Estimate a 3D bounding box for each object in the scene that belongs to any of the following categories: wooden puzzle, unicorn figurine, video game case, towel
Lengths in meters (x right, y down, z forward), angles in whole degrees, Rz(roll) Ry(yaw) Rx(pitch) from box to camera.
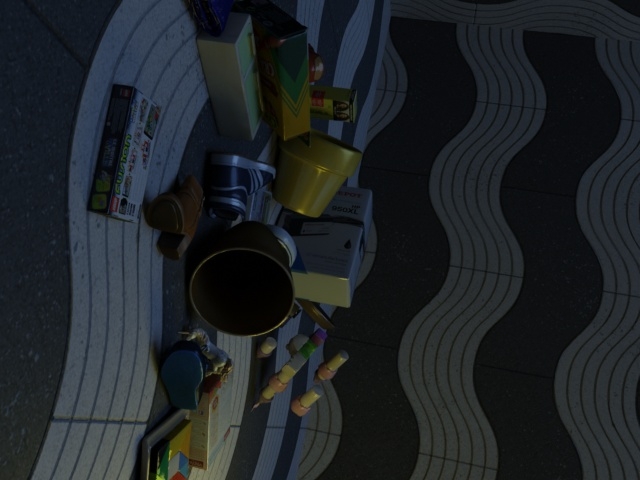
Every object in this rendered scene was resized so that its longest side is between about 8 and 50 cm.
[{"bbox_3d":[-0.343,0.501,1.513,0.239,0.044,0.220,-44,142,-73],"label":"wooden puzzle"},{"bbox_3d":[-0.269,0.258,1.565,0.111,0.162,0.060,-54,-167,37],"label":"unicorn figurine"},{"bbox_3d":[-0.187,-0.045,1.921,0.193,0.023,0.212,14,85,-79],"label":"video game case"},{"bbox_3d":[-0.194,-0.581,1.290,0.227,0.076,0.308,94,9,-66],"label":"towel"}]

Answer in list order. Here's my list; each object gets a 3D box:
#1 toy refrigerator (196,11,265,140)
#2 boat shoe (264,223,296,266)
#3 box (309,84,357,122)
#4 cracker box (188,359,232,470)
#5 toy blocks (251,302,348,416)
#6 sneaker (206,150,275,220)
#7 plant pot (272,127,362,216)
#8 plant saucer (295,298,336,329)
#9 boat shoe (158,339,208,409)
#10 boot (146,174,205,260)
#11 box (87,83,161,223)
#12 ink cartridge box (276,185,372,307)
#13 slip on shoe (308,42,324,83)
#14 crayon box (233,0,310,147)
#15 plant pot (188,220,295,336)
[{"bbox_3d":[-0.185,-0.351,1.461,0.269,0.094,0.102,85,18,-53],"label":"toy refrigerator"},{"bbox_3d":[-0.149,0.089,1.864,0.335,0.121,0.119,105,10,-54],"label":"boat shoe"},{"bbox_3d":[-0.010,-0.406,1.967,0.087,0.233,0.058,87,16,-54],"label":"box"},{"bbox_3d":[-0.284,0.441,1.715,0.155,0.067,0.232,-52,149,-67],"label":"cracker box"},{"bbox_3d":[-0.120,0.434,2.329,0.260,0.309,0.288,-48,177,35],"label":"toy blocks"},{"bbox_3d":[-0.190,-0.121,1.615,0.282,0.099,0.153,5,90,-73],"label":"sneaker"},{"bbox_3d":[-0.031,-0.212,2.072,0.238,0.254,0.254,-67,173,14],"label":"plant pot"},{"bbox_3d":[-0.049,0.217,2.393,0.041,0.278,0.278,-41,166,0],"label":"plant saucer"},{"bbox_3d":[-0.299,0.278,1.465,0.258,0.109,0.089,113,-10,-50],"label":"boat shoe"},{"bbox_3d":[-0.274,-0.072,1.307,0.197,0.073,0.152,106,2,-56],"label":"boot"},{"bbox_3d":[-0.317,-0.138,1.098,0.114,0.036,0.206,35,65,-78],"label":"box"},{"bbox_3d":[0.000,0.000,2.243,0.166,0.286,0.394,86,16,-50],"label":"ink cartridge box"},{"bbox_3d":[-0.067,-0.469,1.740,0.331,0.101,0.122,-121,-153,-62],"label":"slip on shoe"},{"bbox_3d":[-0.108,-0.378,1.569,0.081,0.202,0.318,-26,140,-22],"label":"crayon box"},{"bbox_3d":[-0.174,0.059,1.609,0.254,0.237,0.237,-89,-178,-61],"label":"plant pot"}]
